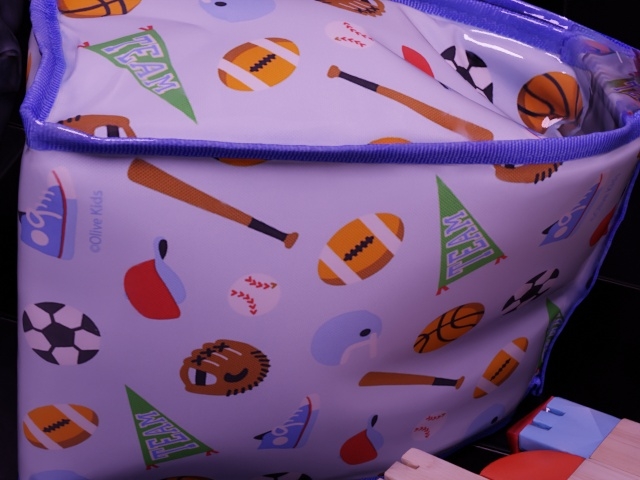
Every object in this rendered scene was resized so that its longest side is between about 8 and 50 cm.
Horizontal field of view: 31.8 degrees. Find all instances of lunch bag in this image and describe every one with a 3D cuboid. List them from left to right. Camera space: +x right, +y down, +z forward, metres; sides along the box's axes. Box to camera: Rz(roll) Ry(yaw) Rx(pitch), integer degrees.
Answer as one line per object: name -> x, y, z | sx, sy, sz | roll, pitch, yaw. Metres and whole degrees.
lunch bag -> 0.000, 0.000, 0.746 | 0.385, 0.328, 0.239 | 2, 43, -12

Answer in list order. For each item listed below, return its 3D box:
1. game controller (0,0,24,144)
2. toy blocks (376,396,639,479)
game controller -> -0.261, -0.032, 0.725 | 0.067, 0.319, 0.166 | 14, 35, -26
toy blocks -> 0.116, 0.216, 0.628 | 0.261, 0.190, 0.381 | 17, 36, 37
